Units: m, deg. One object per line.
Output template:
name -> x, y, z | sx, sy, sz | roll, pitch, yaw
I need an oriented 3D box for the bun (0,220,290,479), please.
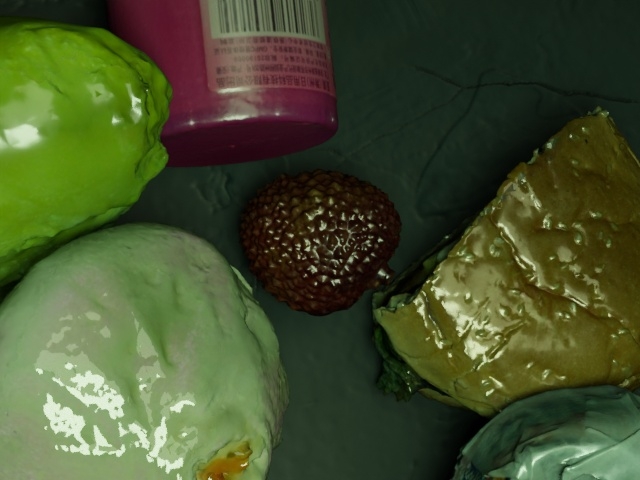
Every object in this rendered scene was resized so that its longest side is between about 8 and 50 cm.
bun -> -0.117, 0.135, 1.264 | 0.187, 0.293, 0.293 | 19, 71, 28

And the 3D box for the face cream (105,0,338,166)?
face cream -> -0.081, -0.168, 1.393 | 0.175, 0.175, 0.195 | -4, 82, -17

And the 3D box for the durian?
durian -> -0.266, -0.059, 1.286 | 0.256, 0.339, 0.204 | 8, 56, -39

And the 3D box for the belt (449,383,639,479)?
belt -> 0.199, 0.239, 1.350 | 0.207, 0.150, 0.257 | 14, 97, -17

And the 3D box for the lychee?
lychee -> -0.001, 0.001, 1.417 | 0.129, 0.123, 0.123 | 20, 75, -13

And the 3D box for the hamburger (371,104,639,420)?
hamburger -> 0.193, 0.047, 1.463 | 0.309, 0.132, 0.211 | -42, 92, -20
